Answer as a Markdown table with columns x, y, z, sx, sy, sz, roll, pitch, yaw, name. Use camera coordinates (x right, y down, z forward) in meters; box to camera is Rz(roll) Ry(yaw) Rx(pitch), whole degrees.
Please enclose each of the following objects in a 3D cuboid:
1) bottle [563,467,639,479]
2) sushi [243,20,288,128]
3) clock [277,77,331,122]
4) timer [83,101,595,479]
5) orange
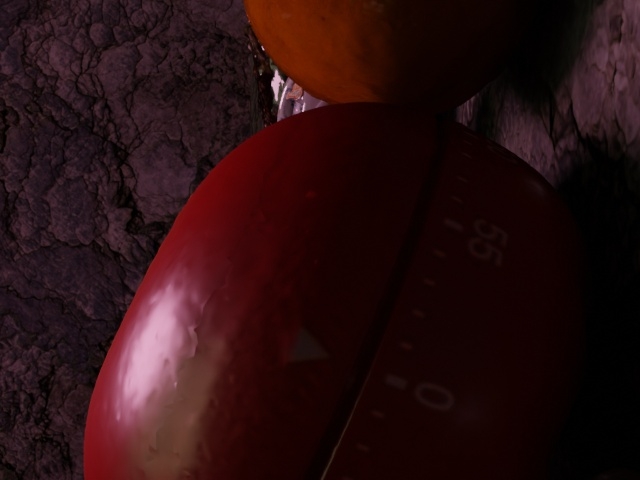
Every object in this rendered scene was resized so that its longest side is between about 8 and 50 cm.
| x | y | z | sx | sy | sz | roll | pitch | yaw | name |
| --- | --- | --- | --- | --- | --- | --- | --- | --- | --- |
| 0.160 | 0.166 | 0.791 | 0.140 | 0.053 | 0.053 | 121 | 148 | -73 | bottle |
| 0.028 | -0.162 | 1.345 | 0.343 | 0.197 | 0.181 | -106 | -1 | -79 | sushi |
| -0.009 | -0.088 | 1.157 | 0.117 | 0.080 | 0.176 | -109 | 34 | -47 | clock |
| 0.008 | 0.094 | 0.871 | 0.378 | 0.279 | 0.377 | -156 | 90 | -88 | timer |
| 0.050 | -0.230 | 0.987 | 0.284 | 0.226 | 0.283 | -178 | 90 | -86 | orange |
